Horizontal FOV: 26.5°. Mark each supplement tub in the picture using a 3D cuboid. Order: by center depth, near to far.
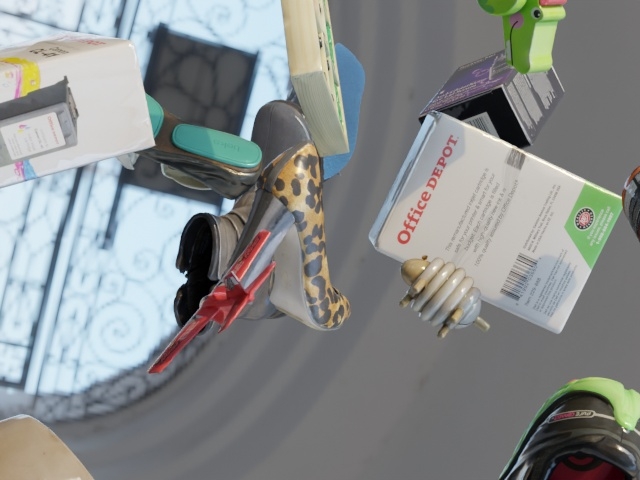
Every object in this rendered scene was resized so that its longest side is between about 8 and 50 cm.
[{"bbox_3d":[0.428,-0.039,1.658,0.198,0.106,0.106,-79,-169,-70],"label":"supplement tub"}]

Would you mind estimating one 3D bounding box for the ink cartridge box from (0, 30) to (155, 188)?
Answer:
[{"bbox_3d":[-0.373,-0.139,1.510,0.226,0.306,0.131,20,-56,57],"label":"ink cartridge box"}]

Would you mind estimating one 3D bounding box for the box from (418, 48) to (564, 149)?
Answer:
[{"bbox_3d":[0.266,-0.209,2.088,0.153,0.108,0.207,-19,-161,32],"label":"box"}]

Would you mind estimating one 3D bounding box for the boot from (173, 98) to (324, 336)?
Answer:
[{"bbox_3d":[-0.105,-0.036,1.928,0.118,0.223,0.338,5,-85,32],"label":"boot"}]

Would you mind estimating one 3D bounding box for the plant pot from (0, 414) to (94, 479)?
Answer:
[{"bbox_3d":[-0.368,0.334,1.400,0.280,0.323,0.323,-37,-172,-26],"label":"plant pot"}]

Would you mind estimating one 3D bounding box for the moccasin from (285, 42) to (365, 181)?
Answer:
[{"bbox_3d":[-0.009,-0.182,2.194,0.117,0.137,0.342,-29,-158,34],"label":"moccasin"}]

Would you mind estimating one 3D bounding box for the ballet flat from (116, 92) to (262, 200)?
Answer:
[{"bbox_3d":[-0.214,-0.127,1.794,0.096,0.280,0.095,-59,-173,42],"label":"ballet flat"}]

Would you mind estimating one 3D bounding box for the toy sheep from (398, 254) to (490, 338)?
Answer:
[{"bbox_3d":[0.152,0.070,1.661,0.091,0.132,0.091,-48,178,-2],"label":"toy sheep"}]

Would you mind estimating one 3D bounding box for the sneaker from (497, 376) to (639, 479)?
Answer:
[{"bbox_3d":[0.261,0.395,1.698,0.202,0.185,0.482,-60,171,-70],"label":"sneaker"}]

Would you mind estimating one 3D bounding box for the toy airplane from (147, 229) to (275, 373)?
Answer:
[{"bbox_3d":[-0.072,0.045,1.040,0.151,0.028,0.151,-50,-176,5],"label":"toy airplane"}]

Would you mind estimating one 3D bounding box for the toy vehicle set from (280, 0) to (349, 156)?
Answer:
[{"bbox_3d":[-0.014,-0.249,1.538,0.166,0.035,0.266,68,13,-61],"label":"toy vehicle set"}]

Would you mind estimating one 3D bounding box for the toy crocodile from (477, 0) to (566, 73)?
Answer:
[{"bbox_3d":[0.263,-0.378,1.691,0.105,0.115,0.340,1,-85,37],"label":"toy crocodile"}]

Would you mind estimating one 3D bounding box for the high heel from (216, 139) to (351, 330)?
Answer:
[{"bbox_3d":[0.000,0.000,1.527,0.093,0.261,0.186,26,-89,32],"label":"high heel"}]

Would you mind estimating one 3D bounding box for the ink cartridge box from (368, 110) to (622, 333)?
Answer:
[{"bbox_3d":[0.240,-0.030,1.889,0.211,0.289,0.121,-64,-173,6],"label":"ink cartridge box"}]
